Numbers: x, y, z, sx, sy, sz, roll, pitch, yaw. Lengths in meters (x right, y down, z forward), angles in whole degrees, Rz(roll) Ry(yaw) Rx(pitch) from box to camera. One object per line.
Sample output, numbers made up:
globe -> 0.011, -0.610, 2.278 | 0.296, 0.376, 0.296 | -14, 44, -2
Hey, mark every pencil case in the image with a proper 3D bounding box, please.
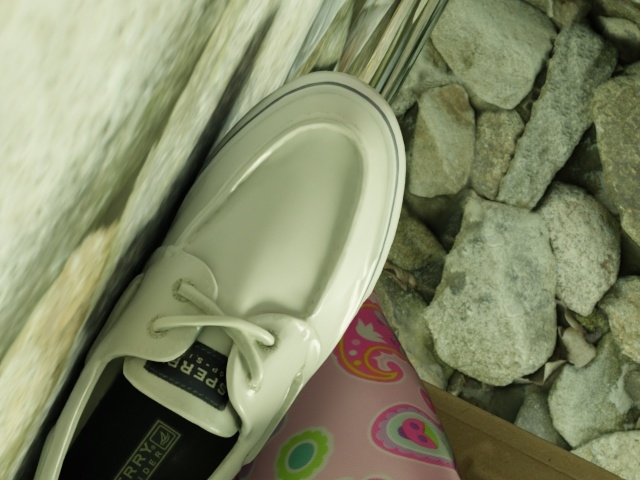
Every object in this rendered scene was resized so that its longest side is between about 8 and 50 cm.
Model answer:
pencil case -> -0.001, 0.101, 0.492 | 0.124, 0.124, 0.284 | -62, -154, 26

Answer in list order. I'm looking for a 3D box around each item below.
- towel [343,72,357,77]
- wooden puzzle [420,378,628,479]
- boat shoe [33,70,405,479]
towel -> -0.011, -0.067, 0.669 | 0.110, 0.027, 0.148 | -61, 180, 15
wooden puzzle -> -0.017, 0.223, 0.549 | 0.322, 0.080, 0.348 | -51, -144, -16
boat shoe -> -0.044, 0.050, 0.388 | 0.258, 0.095, 0.084 | -63, -177, 10
